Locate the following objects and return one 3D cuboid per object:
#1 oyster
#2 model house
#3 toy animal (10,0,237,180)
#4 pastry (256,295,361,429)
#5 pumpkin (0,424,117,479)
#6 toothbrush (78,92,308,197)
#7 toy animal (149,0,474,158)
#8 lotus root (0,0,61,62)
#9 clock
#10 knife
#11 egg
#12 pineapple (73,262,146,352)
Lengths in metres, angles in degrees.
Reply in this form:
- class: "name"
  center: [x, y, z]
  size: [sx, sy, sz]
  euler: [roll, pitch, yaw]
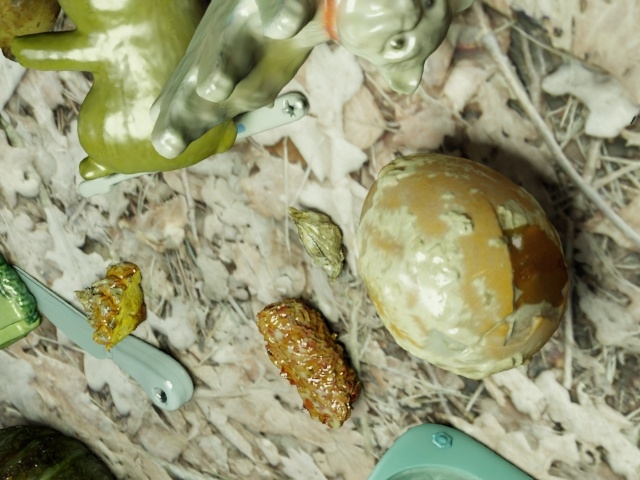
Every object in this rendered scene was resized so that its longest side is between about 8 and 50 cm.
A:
- class: "oyster"
  center: [0.000, 0.000, 1.658]
  size: [0.081, 0.038, 0.083]
  euler: [40, 163, 25]
- class: "model house"
  center: [-0.527, 0.105, 2.040]
  size: [0.214, 0.189, 0.195]
  euler: [-19, 107, 49]
- class: "toy animal"
  center: [-0.208, -0.245, 1.552]
  size: [0.180, 0.181, 0.363]
  euler: [-2, 118, 31]
- class: "pastry"
  center: [-0.007, 0.136, 1.730]
  size: [0.087, 0.063, 0.169]
  euler: [-7, 119, 52]
- class: "pumpkin"
  center: [-0.400, 0.409, 2.145]
  size: [0.320, 0.192, 0.320]
  euler: [23, 131, 29]
- class: "toothbrush"
  center: [-0.154, -0.102, 1.699]
  size: [0.386, 0.040, 0.040]
  euler: [-17, 107, 44]
- class: "toy animal"
  center: [-0.013, -0.182, 1.418]
  size: [0.188, 0.307, 0.266]
  euler: [25, -175, -29]
- class: "lotus root"
  center: [-0.359, -0.309, 1.662]
  size: [0.145, 0.128, 0.260]
  euler: [-2, 119, 29]
- class: "clock"
  center: [0.125, 0.332, 1.598]
  size: [0.224, 0.274, 0.094]
  euler: [34, 136, 19]
- class: "knife"
  center: [-0.295, 0.130, 1.984]
  size: [0.331, 0.044, 0.080]
  euler: [29, 141, 29]
- class: "egg"
  center: [0.133, 0.021, 1.438]
  size: [0.195, 0.195, 0.233]
  euler: [-34, 80, 47]
- class: "pineapple"
  center: [-0.268, 0.077, 1.912]
  size: [0.114, 0.077, 0.114]
  euler: [20, 95, 42]
